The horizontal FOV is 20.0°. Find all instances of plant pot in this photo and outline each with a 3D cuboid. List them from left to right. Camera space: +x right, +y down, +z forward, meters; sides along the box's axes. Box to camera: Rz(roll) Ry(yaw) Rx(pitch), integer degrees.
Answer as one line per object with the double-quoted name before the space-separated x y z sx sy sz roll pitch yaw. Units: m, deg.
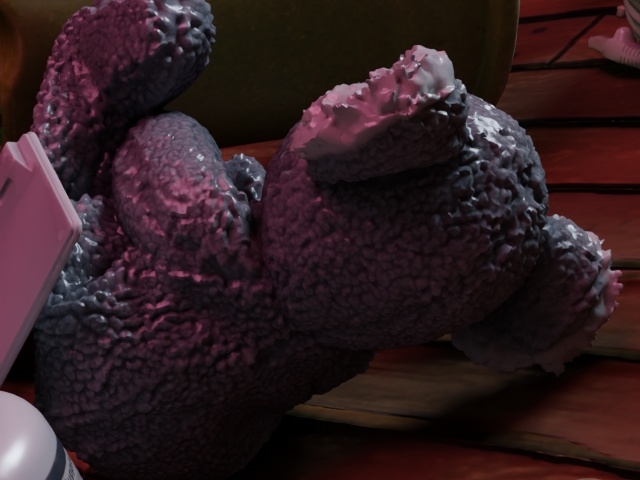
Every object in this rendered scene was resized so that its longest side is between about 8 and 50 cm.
"plant pot" -0.076 -0.150 0.944 0.254 0.276 0.276 -18 19 -22

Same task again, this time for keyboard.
"keyboard" -0.166 0.076 0.759 0.256 0.014 0.072 -59 44 22

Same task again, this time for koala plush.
"koala plush" 0.000 0.000 0.756 0.221 0.196 0.203 -11 46 32

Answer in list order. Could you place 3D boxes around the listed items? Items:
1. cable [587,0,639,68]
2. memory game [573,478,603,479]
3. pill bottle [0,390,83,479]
"cable" 0.274 -0.166 0.915 0.257 0.089 0.257 -31 23 -9
"memory game" 0.043 0.142 0.609 0.186 0.012 0.186 -23 23 11
"pill bottle" -0.127 0.115 0.633 0.108 0.180 0.108 -23 23 10
